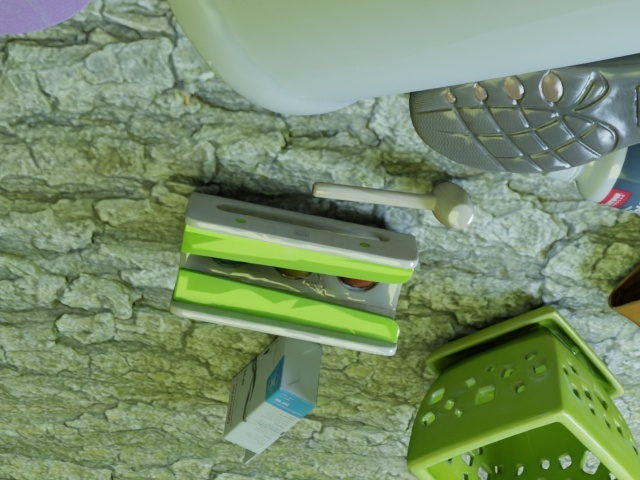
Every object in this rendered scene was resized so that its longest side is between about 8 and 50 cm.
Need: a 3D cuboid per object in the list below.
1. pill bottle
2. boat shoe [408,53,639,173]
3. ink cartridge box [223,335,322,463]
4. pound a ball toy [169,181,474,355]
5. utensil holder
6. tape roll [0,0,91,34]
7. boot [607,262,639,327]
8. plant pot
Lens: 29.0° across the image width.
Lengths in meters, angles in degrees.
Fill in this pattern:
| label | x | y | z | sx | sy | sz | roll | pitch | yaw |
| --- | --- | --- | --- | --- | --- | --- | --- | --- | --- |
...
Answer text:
| label | x | y | z | sx | sy | sz | roll | pitch | yaw |
| --- | --- | --- | --- | --- | --- | --- | --- | --- | --- |
| pill bottle | 0.331 | -0.085 | 1.317 | 0.180 | 0.108 | 0.108 | 13 | 135 | -7 |
| boat shoe | 0.263 | -0.160 | 1.227 | 0.355 | 0.130 | 0.132 | -6 | 130 | 2 |
| ink cartridge box | -0.075 | 0.214 | 1.668 | 0.060 | 0.104 | 0.180 | 28 | 131 | -21 |
| pound a ball toy | 0.000 | 0.000 | 1.448 | 0.319 | 0.136 | 0.208 | 10 | 110 | -4 |
| utensil holder | 0.114 | -0.278 | 0.916 | 0.385 | 0.327 | 0.327 | -5 | 138 | 37 |
| tape roll | -0.317 | -0.329 | 1.153 | 0.275 | 0.090 | 0.275 | 4 | 136 | 4 |
| boot | 0.504 | 0.056 | 1.446 | 0.211 | 0.104 | 0.295 | 32 | 134 | -24 |
| plant pot | 0.261 | 0.227 | 1.572 | 0.227 | 0.207 | 0.228 | -25 | 128 | 29 |
